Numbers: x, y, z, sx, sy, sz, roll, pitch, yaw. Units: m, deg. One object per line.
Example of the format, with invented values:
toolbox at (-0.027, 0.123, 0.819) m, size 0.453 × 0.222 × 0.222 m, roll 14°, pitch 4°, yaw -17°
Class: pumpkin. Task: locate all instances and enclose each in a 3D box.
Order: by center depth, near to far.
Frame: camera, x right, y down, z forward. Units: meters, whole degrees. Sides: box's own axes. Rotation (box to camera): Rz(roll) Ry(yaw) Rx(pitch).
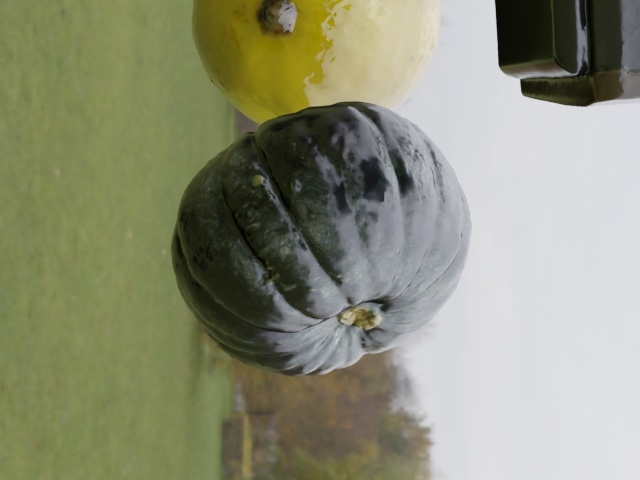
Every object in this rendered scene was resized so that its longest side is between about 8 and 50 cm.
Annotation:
pumpkin at (0.000, 0.000, 0.887) m, size 0.220 × 0.221 × 0.162 m, roll 95°, pitch -26°, yaw -52°

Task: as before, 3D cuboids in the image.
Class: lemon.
lemon at (-0.003, -0.254, 1.373) m, size 0.297 × 0.297 × 0.297 m, roll -178°, pitch -90°, yaw -88°

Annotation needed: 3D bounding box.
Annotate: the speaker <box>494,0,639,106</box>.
speaker at (0.197, -0.153, 0.643) m, size 0.231 × 0.193 × 0.153 m, roll -92°, pitch 177°, yaw -83°
